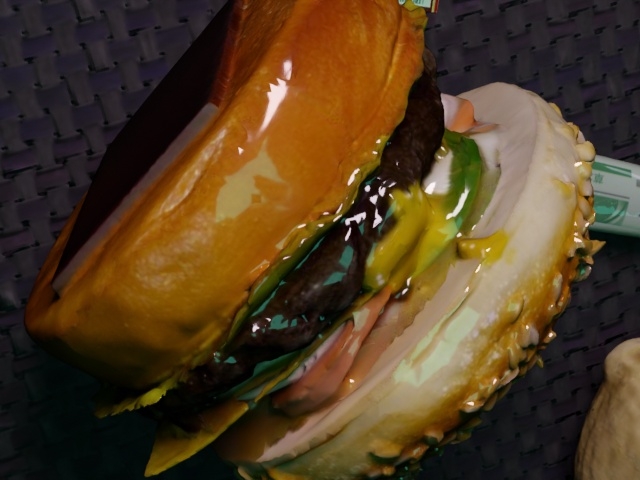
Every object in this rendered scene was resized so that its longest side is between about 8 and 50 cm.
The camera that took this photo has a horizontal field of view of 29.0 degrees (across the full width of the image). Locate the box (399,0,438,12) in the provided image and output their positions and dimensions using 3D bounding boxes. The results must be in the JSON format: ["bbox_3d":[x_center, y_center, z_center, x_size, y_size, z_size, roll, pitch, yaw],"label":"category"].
[{"bbox_3d":[0.025,-0.153,0.745,0.082,0.051,0.023,3,102,-17],"label":"box"}]

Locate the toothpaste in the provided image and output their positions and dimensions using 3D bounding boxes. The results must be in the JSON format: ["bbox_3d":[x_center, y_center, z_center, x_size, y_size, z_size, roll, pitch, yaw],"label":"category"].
[{"bbox_3d":[0.211,-0.026,0.841,0.218,0.041,0.064,11,90,-16],"label":"toothpaste"}]

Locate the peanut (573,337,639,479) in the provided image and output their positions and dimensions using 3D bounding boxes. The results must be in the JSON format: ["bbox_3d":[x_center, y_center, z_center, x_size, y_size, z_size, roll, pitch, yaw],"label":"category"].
[{"bbox_3d":[0.254,0.187,0.868,0.137,0.122,0.253,-36,107,-14],"label":"peanut"}]

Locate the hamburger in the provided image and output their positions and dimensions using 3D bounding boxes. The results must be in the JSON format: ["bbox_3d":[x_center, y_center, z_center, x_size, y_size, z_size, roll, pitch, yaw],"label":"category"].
[{"bbox_3d":[0.000,0.000,0.662,0.225,0.291,0.291,40,91,-18],"label":"hamburger"}]

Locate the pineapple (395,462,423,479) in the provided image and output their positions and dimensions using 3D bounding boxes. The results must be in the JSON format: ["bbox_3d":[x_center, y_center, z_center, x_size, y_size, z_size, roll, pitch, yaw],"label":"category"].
[{"bbox_3d":[0.046,0.101,0.812,0.074,0.074,0.159,15,95,-19],"label":"pineapple"}]
